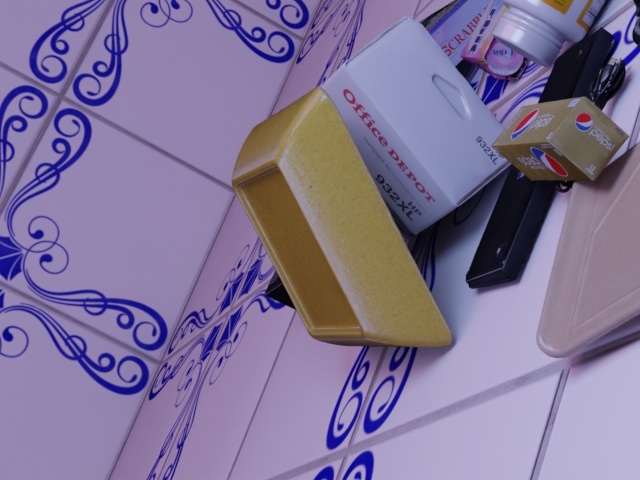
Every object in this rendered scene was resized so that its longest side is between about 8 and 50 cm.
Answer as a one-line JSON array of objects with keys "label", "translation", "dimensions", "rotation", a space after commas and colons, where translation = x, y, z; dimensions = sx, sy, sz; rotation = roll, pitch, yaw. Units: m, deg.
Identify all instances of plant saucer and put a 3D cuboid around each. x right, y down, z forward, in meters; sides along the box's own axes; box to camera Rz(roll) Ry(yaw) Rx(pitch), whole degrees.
[{"label": "plant saucer", "translation": [0.000, 0.000, 1.655], "dimensions": [0.081, 0.333, 0.333], "rotation": [-28, 4, -17]}]

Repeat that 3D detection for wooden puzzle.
[{"label": "wooden puzzle", "translation": [0.296, -0.019, 1.187], "dimensions": [0.238, 0.044, 0.221], "rotation": [-37, 27, 52]}]

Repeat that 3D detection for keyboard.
[{"label": "keyboard", "translation": [0.261, -0.097, 1.496], "dimensions": [0.317, 0.033, 0.201], "rotation": [-66, 11, -16]}]

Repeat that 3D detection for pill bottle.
[{"label": "pill bottle", "translation": [0.296, -0.322, 1.628], "dimensions": [0.215, 0.117, 0.117], "rotation": [-60, 13, 6]}]

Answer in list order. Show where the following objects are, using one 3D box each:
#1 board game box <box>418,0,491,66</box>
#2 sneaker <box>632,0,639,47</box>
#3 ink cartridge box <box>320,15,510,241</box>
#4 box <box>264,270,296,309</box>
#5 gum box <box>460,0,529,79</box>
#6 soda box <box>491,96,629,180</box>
[{"label": "board game box", "translation": [0.108, -0.241, 2.079], "dimensions": [0.318, 0.066, 0.318], "rotation": [-44, 9, -15]}, {"label": "sneaker", "translation": [0.344, -0.270, 1.425], "dimensions": [0.067, 0.078, 0.188], "rotation": [-48, 19, 46]}, {"label": "ink cartridge box", "translation": [0.078, -0.114, 1.737], "dimensions": [0.129, 0.223, 0.307], "rotation": [-39, 1, -28]}, {"label": "box", "translation": [0.032, -0.003, 2.019], "dimensions": [0.261, 0.103, 0.184], "rotation": [-34, 33, 65]}, {"label": "gum box", "translation": [0.268, -0.307, 1.825], "dimensions": [0.188, 0.062, 0.107], "rotation": [-61, 13, 3]}, {"label": "soda box", "translation": [0.236, -0.099, 1.348], "dimensions": [0.058, 0.061, 0.181], "rotation": [-51, 10, -4]}]
